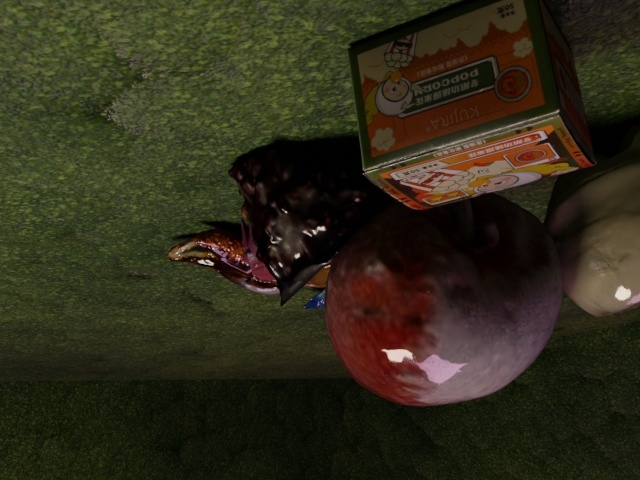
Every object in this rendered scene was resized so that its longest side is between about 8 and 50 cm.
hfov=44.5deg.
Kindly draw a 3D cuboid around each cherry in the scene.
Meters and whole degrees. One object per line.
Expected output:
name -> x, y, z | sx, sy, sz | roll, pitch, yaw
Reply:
cherry -> 0.166, 0.079, 1.075 | 0.326, 0.291, 0.335 | -27, 153, -5

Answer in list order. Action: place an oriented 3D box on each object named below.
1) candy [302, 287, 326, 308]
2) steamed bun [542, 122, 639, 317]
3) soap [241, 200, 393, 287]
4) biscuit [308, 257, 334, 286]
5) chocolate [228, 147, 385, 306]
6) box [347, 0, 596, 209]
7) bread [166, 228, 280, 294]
candy -> 0.131, 0.118, 1.814 | 0.331, 0.077, 0.187 | -16, 168, 40
steamed bun -> 0.455, -0.055, 1.092 | 0.324, 0.219, 0.309 | -38, 170, 16
soap -> 0.000, 0.000, 1.280 | 0.289, 0.112, 0.182 | 5, 155, -32
biscuit -> 0.062, 0.047, 1.229 | 0.175, 0.026, 0.124 | -4, 160, -16
chocolate -> -0.036, -0.061, 1.064 | 0.224, 0.177, 0.206 | -43, -173, 44
box -> 0.157, -0.132, 0.799 | 0.194, 0.148, 0.177 | -14, 164, 26
bread -> -0.129, 0.028, 1.383 | 0.269, 0.095, 0.139 | 24, 147, -35
